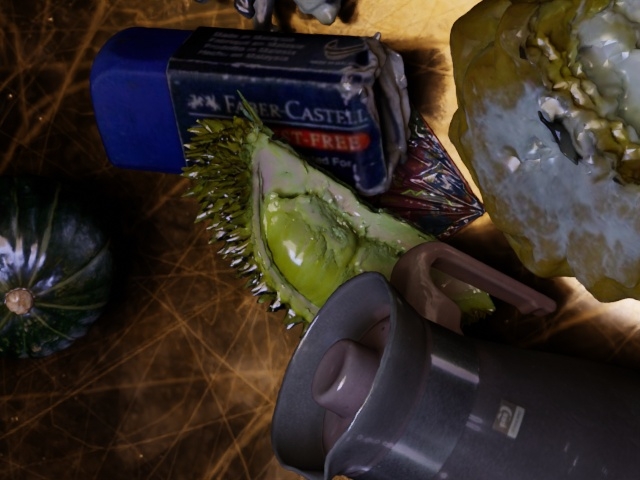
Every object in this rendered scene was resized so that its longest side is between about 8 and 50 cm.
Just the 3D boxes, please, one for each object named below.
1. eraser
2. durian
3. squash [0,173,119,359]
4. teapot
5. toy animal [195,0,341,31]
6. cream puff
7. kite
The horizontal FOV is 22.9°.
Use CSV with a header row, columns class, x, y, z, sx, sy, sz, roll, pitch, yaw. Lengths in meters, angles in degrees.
class,x,y,z,sx,sy,sz,roll,pitch,yaw
eraser,-0.075,-0.140,1.638,0.332,0.101,0.155,6,128,23
durian,0.000,0.000,1.601,0.352,0.158,0.169,36,104,-15
squash,-0.332,0.028,1.738,0.218,0.218,0.172,-51,37,19
teapot,0.155,0.167,1.490,0.344,0.300,0.253,28,146,-22
toy animal,-0.076,-0.293,1.652,0.225,0.094,0.121,34,84,17
cream puff,0.275,-0.112,1.487,0.323,0.270,0.274,56,145,7
kite,0.083,-0.041,1.666,0.189,0.009,0.232,12,101,19
